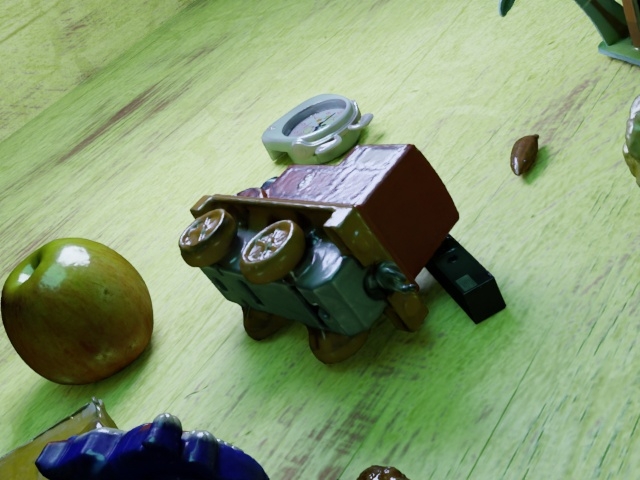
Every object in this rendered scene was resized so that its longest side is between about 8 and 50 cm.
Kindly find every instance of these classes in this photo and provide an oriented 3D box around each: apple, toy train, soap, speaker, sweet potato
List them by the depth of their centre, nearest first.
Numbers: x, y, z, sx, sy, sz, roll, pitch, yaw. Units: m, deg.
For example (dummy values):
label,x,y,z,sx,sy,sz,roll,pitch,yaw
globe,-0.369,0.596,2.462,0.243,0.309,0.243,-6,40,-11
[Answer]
label,x,y,z,sx,sy,sz,roll,pitch,yaw
soap,-0.312,0.280,0.852,0.233,0.076,0.135,-34,28,-9
speaker,0.145,0.024,0.913,0.040,0.046,0.191,-29,28,-2
toy train,0.000,0.000,0.920,0.231,0.163,0.369,-47,29,-22
sweet potato,0.265,-0.113,1.047,0.034,0.034,0.095,-5,33,35
apple,-0.326,0.090,1.068,0.196,0.196,0.196,-21,29,12

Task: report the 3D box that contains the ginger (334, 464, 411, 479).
label,x,y,z,sx,sy,sz,roll,pitch,yaw
ginger,0.048,0.231,0.629,0.103,0.073,0.162,-25,28,3

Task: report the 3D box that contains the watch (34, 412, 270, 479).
label,x,y,z,sx,sy,sz,roll,pitch,yaw
watch,-0.139,0.266,0.663,0.196,0.171,0.200,-23,38,32

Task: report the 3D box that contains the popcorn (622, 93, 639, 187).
label,x,y,z,sx,sy,sz,roll,pitch,yaw
popcorn,0.417,-0.088,0.756,0.233,0.192,0.266,19,75,34

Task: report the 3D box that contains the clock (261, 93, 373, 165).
label,x,y,z,sx,sy,sz,roll,pitch,yaw
clock,0.000,-0.183,1.354,0.151,0.062,0.191,-38,31,-20

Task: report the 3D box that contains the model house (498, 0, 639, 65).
label,x,y,z,sx,sy,sz,roll,pitch,yaw
model house,0.428,-0.363,1.015,0.340,0.324,0.300,-30,28,-4
